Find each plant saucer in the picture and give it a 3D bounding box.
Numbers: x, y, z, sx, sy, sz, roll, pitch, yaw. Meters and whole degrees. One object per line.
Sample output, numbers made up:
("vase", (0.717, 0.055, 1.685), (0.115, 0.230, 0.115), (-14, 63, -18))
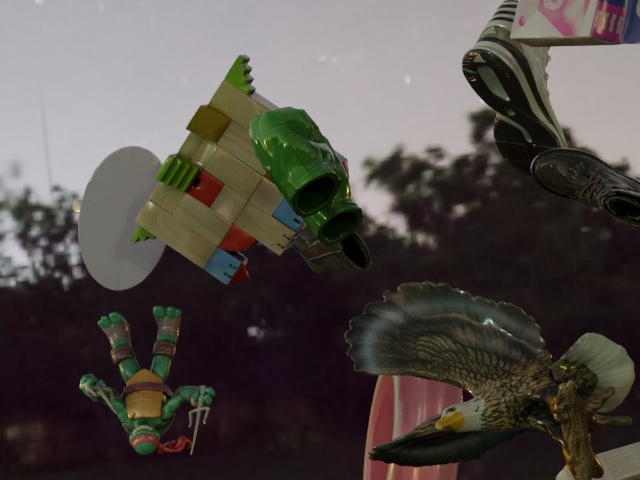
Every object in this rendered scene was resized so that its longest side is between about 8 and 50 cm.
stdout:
("plant saucer", (0.122, 0.290, 1.640), (0.084, 0.332, 0.332), (8, -11, -6))

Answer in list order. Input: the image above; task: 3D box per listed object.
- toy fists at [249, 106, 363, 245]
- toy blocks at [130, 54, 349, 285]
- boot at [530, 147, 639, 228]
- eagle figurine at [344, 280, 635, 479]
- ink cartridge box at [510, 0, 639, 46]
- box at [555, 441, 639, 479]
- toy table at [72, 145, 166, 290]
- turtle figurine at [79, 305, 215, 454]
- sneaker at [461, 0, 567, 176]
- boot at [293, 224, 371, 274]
("toy fists", (-0.019, -0.098, 1.593), (0.096, 0.142, 0.279), (-37, -20, 2))
("toy blocks", (-0.122, -0.081, 1.965), (0.381, 0.261, 0.191), (-56, -3, 13))
("boot", (0.488, -0.085, 1.992), (0.263, 0.091, 0.229), (20, 12, 7))
("eagle figurine", (0.188, 0.182, 1.344), (0.225, 0.226, 0.298), (30, -13, -39))
("ink cartridge box", (0.485, -0.508, 2.050), (0.072, 0.324, 0.330), (12, 2, -27))
("box", (0.612, 0.441, 2.284), (0.324, 0.067, 0.063), (-10, -36, -29))
("toy table", (-0.367, -0.048, 2.269), (0.252, 0.274, 0.161), (21, 5, -3))
("turtle figurine", (-0.240, 0.203, 1.577), (0.175, 0.234, 0.118), (3, -41, -16))
("sneaker", (0.482, -0.345, 2.561), (0.169, 0.257, 0.447), (11, -30, 38))
("boot", (0.001, -0.002, 2.368), (0.076, 0.189, 0.208), (-48, 10, -13))
